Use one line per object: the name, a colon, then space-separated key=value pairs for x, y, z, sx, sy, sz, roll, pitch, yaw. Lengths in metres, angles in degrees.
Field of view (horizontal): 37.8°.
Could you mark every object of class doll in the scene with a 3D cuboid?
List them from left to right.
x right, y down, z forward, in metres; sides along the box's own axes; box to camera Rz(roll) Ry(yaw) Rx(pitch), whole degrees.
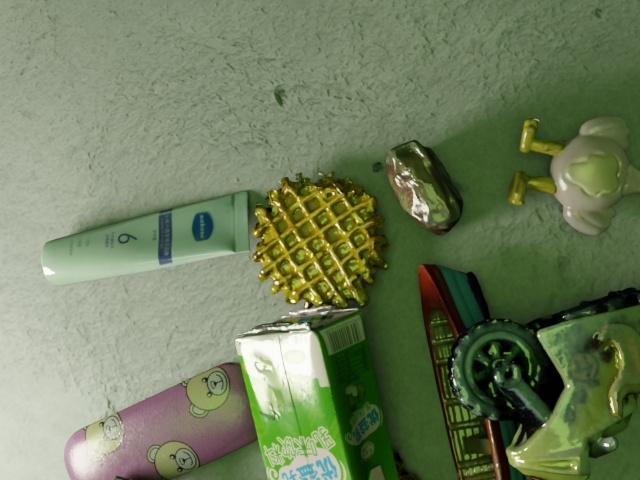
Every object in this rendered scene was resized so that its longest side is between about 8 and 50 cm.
doll: x=0.439 y=-0.072 z=1.230 sx=0.365 sy=0.094 sz=0.160 roll=12 pitch=94 yaw=11

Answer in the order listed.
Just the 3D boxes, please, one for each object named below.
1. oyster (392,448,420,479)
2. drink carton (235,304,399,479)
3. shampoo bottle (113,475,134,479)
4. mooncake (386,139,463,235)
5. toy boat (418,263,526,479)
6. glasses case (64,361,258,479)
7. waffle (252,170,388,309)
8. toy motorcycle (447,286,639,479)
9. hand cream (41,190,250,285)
oyster: x=0.138 y=0.449 z=1.292 sx=0.129 sy=0.078 sz=0.345 roll=-21 pitch=88 yaw=18
drink carton: x=-0.009 y=0.231 z=1.259 sx=0.161 sy=0.108 sz=0.271 roll=-10 pitch=93 yaw=40
shampoo bottle: x=-0.194 y=0.403 z=1.317 sx=0.227 sy=0.056 sz=0.086 roll=18 pitch=80 yaw=-11
mooncake: x=0.140 y=-0.068 z=1.267 sx=0.073 sy=0.125 sz=0.130 roll=-33 pitch=80 yaw=13
toy boat: x=0.208 y=0.218 z=1.262 sx=0.079 sy=0.136 sz=0.392 roll=-9 pitch=83 yaw=-19
glasses case: x=-0.223 y=0.282 z=1.352 sx=0.316 sy=0.076 sz=0.123 roll=-26 pitch=87 yaw=9
waffle: x=0.000 y=0.000 z=1.323 sx=0.193 sy=0.070 sz=0.197 roll=0 pitch=86 yaw=11
toy motorcycle: x=0.372 y=0.167 z=1.172 sx=0.410 sy=0.169 sz=0.237 roll=-18 pitch=91 yaw=-5
hand cream: x=-0.256 y=0.005 z=1.371 sx=0.321 sy=0.067 sz=0.109 roll=-11 pitch=53 yaw=8
